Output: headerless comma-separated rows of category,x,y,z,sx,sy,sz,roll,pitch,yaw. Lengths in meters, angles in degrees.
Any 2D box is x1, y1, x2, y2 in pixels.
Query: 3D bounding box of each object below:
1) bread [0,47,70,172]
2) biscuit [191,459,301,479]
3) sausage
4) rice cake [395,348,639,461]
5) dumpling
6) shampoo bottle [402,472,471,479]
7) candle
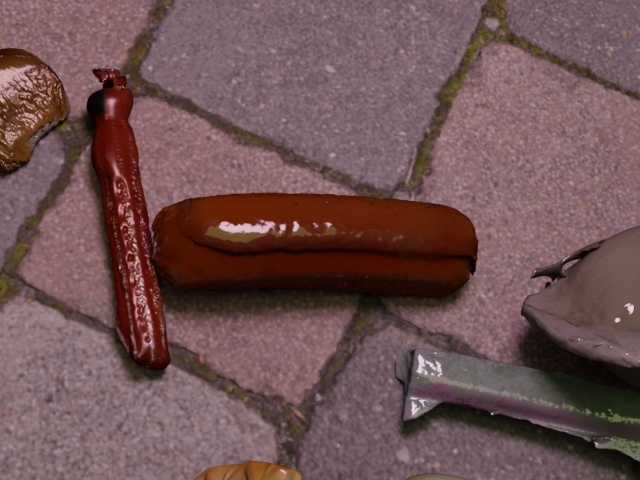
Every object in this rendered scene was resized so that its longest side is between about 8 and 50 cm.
bread,-0.328,-0.141,1.190,0.126,0.044,0.129,36,60,7
biscuit,-0.131,0.313,0.920,0.040,0.204,0.309,34,65,-30
sausage,0.000,0.000,1.149,0.330,0.102,0.102,1,64,-14
rice cake,0.214,0.164,1.138,0.290,0.051,0.081,11,65,-3
dumpling,0.342,0.086,1.125,0.292,0.163,0.205,-5,45,-9
shampoo bottle,0.092,0.362,0.864,0.322,0.322,0.317,34,73,7
candle,-0.194,-0.027,1.155,0.051,0.048,0.329,-3,65,-21
